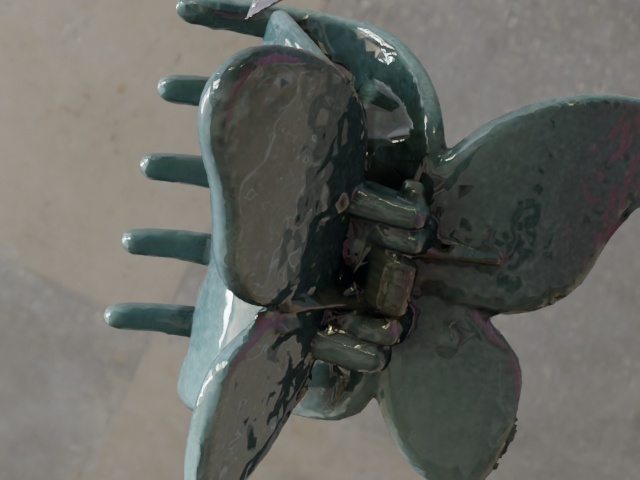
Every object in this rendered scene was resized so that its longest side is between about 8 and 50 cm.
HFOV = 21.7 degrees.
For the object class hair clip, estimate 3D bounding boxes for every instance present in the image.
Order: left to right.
[{"bbox_3d":[0.000,0.000,1.177,0.392,0.238,0.318,1,111,-37],"label":"hair clip"}]

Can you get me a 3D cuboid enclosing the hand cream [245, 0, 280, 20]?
[{"bbox_3d":[0.006,-0.182,0.900,0.084,0.142,0.053,-21,133,37],"label":"hand cream"}]
